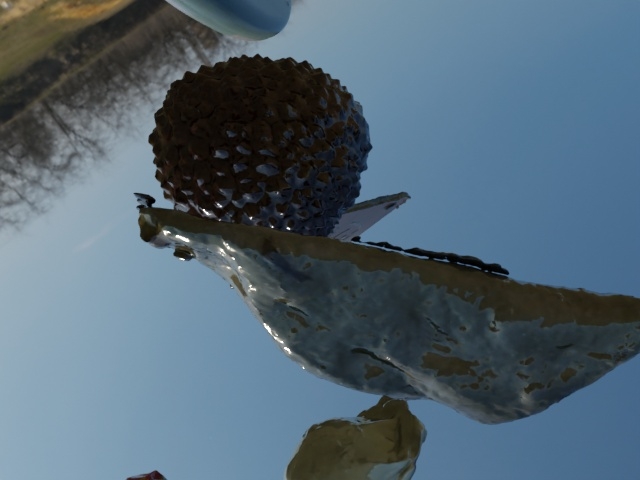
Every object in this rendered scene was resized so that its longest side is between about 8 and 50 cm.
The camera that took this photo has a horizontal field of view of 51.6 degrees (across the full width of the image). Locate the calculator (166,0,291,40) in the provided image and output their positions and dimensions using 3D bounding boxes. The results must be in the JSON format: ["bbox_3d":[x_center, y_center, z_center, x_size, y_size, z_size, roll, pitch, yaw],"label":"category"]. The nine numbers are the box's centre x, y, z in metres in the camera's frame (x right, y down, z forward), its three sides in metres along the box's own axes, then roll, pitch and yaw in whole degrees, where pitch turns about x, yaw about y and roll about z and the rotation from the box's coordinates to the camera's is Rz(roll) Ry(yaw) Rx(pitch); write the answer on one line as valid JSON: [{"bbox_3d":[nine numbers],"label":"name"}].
[{"bbox_3d":[-0.090,-0.245,0.467,0.041,0.186,0.299,-11,174,20],"label":"calculator"}]

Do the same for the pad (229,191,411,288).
[{"bbox_3d":[0.000,0.000,1.233,0.284,0.018,0.286,-17,165,-44],"label":"pad"}]

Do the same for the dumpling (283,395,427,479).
[{"bbox_3d":[0.033,0.298,0.872,0.258,0.147,0.193,-44,-168,13],"label":"dumpling"}]

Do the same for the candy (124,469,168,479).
[{"bbox_3d":[-0.340,0.419,1.043,0.124,0.365,0.124,-7,-113,16],"label":"candy"}]

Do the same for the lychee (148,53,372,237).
[{"bbox_3d":[-0.079,-0.102,0.793,0.267,0.268,0.267,-27,-156,13],"label":"lychee"}]

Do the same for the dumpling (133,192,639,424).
[{"bbox_3d":[0.043,0.058,0.428,0.166,0.332,0.086,110,-6,-69],"label":"dumpling"}]
